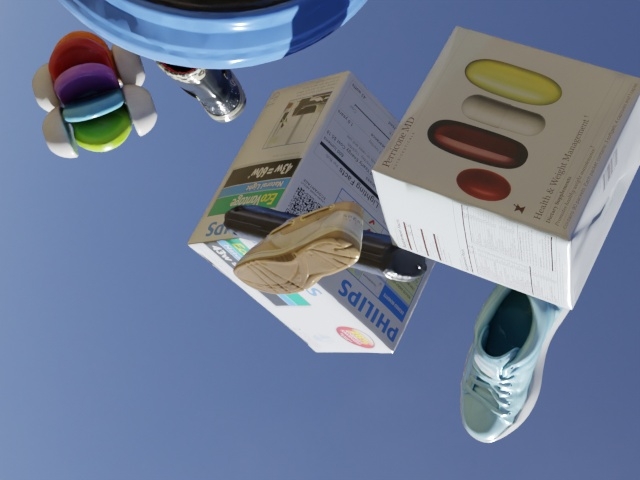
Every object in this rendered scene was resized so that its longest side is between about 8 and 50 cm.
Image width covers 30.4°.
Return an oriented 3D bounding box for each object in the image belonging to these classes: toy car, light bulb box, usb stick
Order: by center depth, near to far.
[{"bbox_3d":[0.000,0.000,1.345,0.278,0.077,0.045,15,-80,43],"label":"usb stick"},{"bbox_3d":[-0.325,-0.215,1.652,0.136,0.159,0.182,80,-8,-62],"label":"toy car"},{"bbox_3d":[0.020,-0.041,2.098,0.225,0.358,0.361,-7,-132,50],"label":"light bulb box"}]

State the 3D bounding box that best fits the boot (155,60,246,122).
[{"bbox_3d":[-0.206,-0.289,1.690,0.085,0.178,0.236,-38,-109,4],"label":"boot"}]

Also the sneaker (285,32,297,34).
[{"bbox_3d":[-0.089,-0.234,1.217,0.073,0.162,0.063,62,40,-72],"label":"sneaker"}]

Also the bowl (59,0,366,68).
[{"bbox_3d":[-0.114,-0.364,1.222,0.077,0.391,0.391,104,-7,-66],"label":"bowl"}]

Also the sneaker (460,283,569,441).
[{"bbox_3d":[0.276,0.178,1.846,0.135,0.150,0.366,33,-57,31],"label":"sneaker"}]

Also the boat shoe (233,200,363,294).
[{"bbox_3d":[-0.017,0.006,1.130,0.170,0.063,0.059,-19,-139,45],"label":"boat shoe"}]

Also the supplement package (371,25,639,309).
[{"bbox_3d":[0.191,-0.074,1.171,0.203,0.149,0.194,20,-113,23],"label":"supplement package"}]
